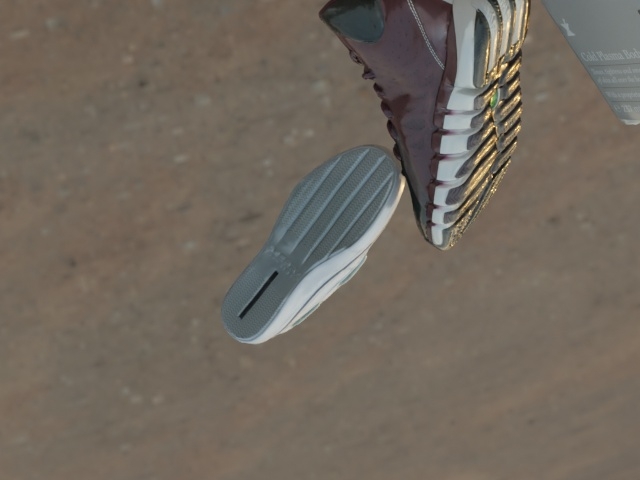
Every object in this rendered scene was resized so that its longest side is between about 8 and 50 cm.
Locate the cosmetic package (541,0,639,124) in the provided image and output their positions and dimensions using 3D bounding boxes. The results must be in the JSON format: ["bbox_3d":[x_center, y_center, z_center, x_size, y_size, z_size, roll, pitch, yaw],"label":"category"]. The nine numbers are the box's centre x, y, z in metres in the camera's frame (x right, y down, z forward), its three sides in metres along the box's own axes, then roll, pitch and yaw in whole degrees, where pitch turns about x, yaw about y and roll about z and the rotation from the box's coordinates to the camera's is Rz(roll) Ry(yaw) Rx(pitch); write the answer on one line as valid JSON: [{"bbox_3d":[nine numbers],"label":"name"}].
[{"bbox_3d":[0.167,-0.187,0.972,0.107,0.238,0.127,-44,-165,-14],"label":"cosmetic package"}]

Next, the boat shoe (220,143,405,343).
[{"bbox_3d":[0.000,0.000,1.540,0.226,0.083,0.076,-44,160,24],"label":"boat shoe"}]

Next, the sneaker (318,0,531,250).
[{"bbox_3d":[0.073,-0.127,1.409,0.106,0.162,0.281,-45,154,-36],"label":"sneaker"}]
